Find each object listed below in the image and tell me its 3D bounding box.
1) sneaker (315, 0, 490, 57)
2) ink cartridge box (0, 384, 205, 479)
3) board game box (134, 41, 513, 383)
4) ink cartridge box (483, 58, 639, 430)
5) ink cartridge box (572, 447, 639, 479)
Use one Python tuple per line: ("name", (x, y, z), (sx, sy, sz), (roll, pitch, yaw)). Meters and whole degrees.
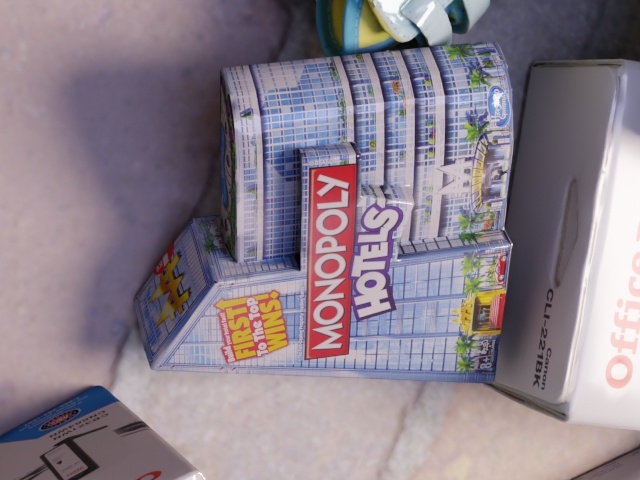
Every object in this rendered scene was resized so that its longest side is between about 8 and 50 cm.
("sneaker", (0.111, -0.154, 0.943), (0.319, 0.127, 0.208), (27, 84, -10))
("ink cartridge box", (-0.130, 0.155, 0.843), (0.148, 0.203, 0.086), (-27, 104, -15))
("board game box", (0.000, 0.000, 0.916), (0.194, 0.060, 0.194), (-8, 130, -11))
("ink cartridge box", (0.246, 0.012, 1.009), (0.273, 0.114, 0.197), (8, 92, -21))
("ink cartridge box", (0.155, 0.196, 1.032), (0.207, 0.046, 0.097), (-23, 103, -16))
